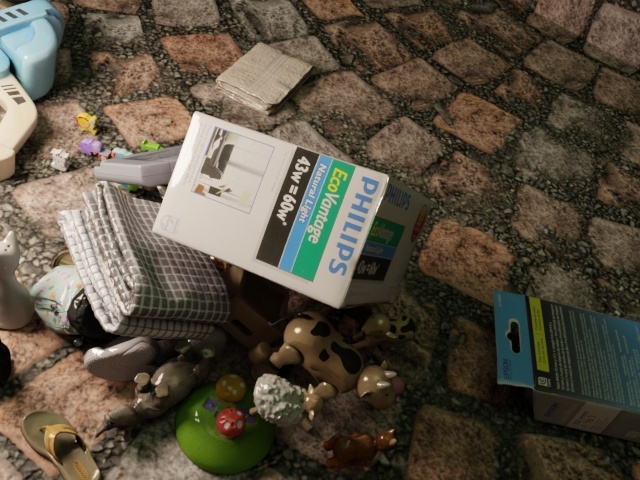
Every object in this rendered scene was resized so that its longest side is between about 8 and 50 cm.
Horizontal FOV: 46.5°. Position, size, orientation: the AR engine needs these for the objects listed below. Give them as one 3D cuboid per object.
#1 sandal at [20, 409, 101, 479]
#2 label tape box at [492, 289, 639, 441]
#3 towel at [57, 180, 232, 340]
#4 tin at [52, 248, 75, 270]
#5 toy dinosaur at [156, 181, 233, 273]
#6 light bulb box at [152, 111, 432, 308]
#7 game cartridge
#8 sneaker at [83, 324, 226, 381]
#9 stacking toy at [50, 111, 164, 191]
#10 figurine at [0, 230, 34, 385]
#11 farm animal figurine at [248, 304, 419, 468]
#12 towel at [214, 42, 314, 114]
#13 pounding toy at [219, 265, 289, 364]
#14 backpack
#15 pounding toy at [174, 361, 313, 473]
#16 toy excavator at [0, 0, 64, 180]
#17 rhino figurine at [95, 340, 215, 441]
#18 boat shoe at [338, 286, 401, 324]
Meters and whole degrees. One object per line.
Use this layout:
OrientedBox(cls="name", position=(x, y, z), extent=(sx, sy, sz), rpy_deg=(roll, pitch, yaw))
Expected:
OrientedBox(cls="sandal", position=(-0.429, 0.344, 1.244), extent=(0.180, 0.049, 0.072), rpy_deg=(41, 49, 21))
OrientedBox(cls="label tape box", position=(0.521, 0.263, 1.588), extent=(0.348, 0.115, 0.249), rpy_deg=(12, 45, -3))
OrientedBox(cls="towel", position=(-0.303, 0.036, 1.328), extent=(0.235, 0.121, 0.283), rpy_deg=(11, 43, -53))
OrientedBox(cls="tin", position=(-0.428, 0.074, 1.453), extent=(0.190, 0.106, 0.040), rpy_deg=(18, 29, 6))
OrientedBox(cls="toy dinosaur", position=(-0.300, 0.023, 1.555), extent=(0.322, 0.164, 0.218), rpy_deg=(19, 55, -33))
OrientedBox(cls="light bulb box", position=(-0.033, -0.044, 1.339), extent=(0.361, 0.225, 0.358), rpy_deg=(21, 3, 20))
OrientedBox(cls="game cartridge", position=(-0.324, -0.171, 1.663), extent=(0.198, 0.062, 0.297), rpy_deg=(14, 22, 38))
OrientedBox(cls="sneaker", position=(-0.323, 0.170, 1.412), extent=(0.268, 0.101, 0.153), rpy_deg=(-7, 49, -31))
OrientedBox(cls="stacking toy", position=(-0.497, -0.207, 1.742), extent=(0.221, 0.052, 0.167), rpy_deg=(19, 45, -1))
OrientedBox(cls="figurine", position=(-0.570, 0.115, 1.302), extent=(0.092, 0.209, 0.215), rpy_deg=(11, 45, -8))
OrientedBox(cls="farm animal figurine", position=(0.058, 0.226, 1.354), extent=(0.327, 0.172, 0.330), rpy_deg=(33, 48, -20))
OrientedBox(cls="towel", position=(-0.155, -0.462, 2.097), extent=(0.187, 0.049, 0.282), rpy_deg=(27, 45, 7))
OrientedBox(cls="pounding toy", position=(-0.128, 0.169, 1.453), extent=(0.181, 0.094, 0.206), rpy_deg=(44, 29, -24))
OrientedBox(cls="backpack", position=(-0.444, 0.111, 1.375), extent=(0.182, 0.115, 0.152), rpy_deg=(1, 29, 40))
OrientedBox(cls="pounding toy", position=(-0.141, 0.299, 1.337), extent=(0.237, 0.110, 0.183), rpy_deg=(-21, 58, -32))
OrientedBox(cls="toy excavator", position=(-0.734, -0.386, 1.745), extent=(0.445, 0.222, 0.433), rpy_deg=(44, 51, 12))
OrientedBox(cls="rhino figurine", position=(-0.291, 0.271, 1.313), extent=(0.243, 0.106, 0.073), rpy_deg=(-37, 70, -26))
OrientedBox(cls="boat shoe", position=(0.008, 0.055, 1.586), extent=(0.341, 0.121, 0.110), rpy_deg=(31, 65, 16))
